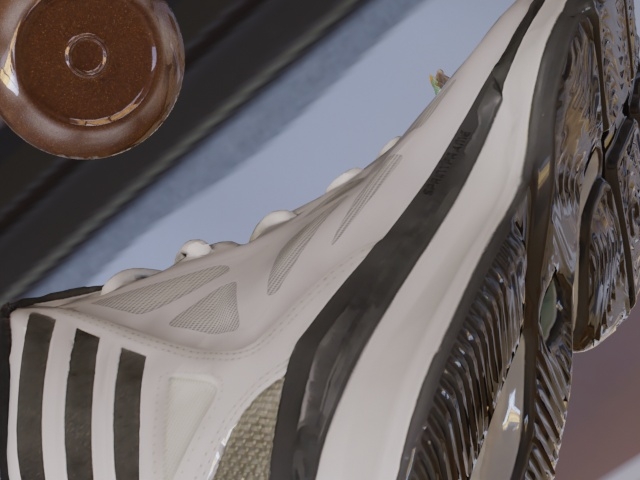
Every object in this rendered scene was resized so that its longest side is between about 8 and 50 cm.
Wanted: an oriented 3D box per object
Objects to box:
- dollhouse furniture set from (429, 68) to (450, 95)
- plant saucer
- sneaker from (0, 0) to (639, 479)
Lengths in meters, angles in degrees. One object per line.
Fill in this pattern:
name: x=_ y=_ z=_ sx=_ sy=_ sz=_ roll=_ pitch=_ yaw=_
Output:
dollhouse furniture set: x=0.168 y=-0.112 z=1.624 sx=0.058 sy=0.152 sz=0.076 roll=-57 pitch=-168 yaw=21
plant saucer: x=-0.226 y=-0.177 z=1.506 sx=0.199 sy=0.198 sz=0.036 roll=-26 pitch=-170 yaw=-11
sneaker: x=0.000 y=-0.001 z=0.723 sx=0.447 sy=0.257 sz=0.169 roll=-56 pitch=139 yaw=-50
